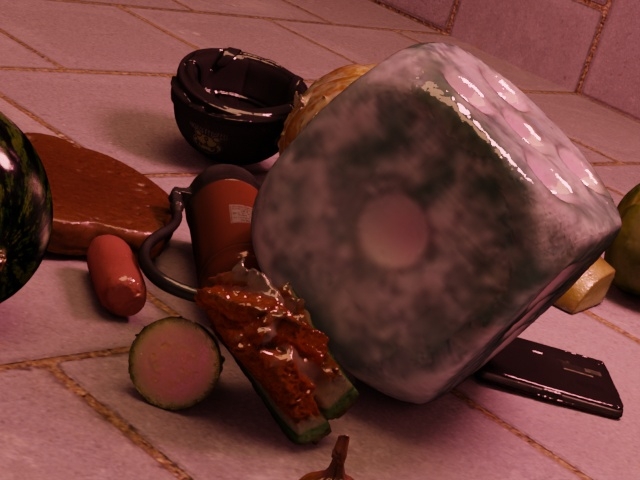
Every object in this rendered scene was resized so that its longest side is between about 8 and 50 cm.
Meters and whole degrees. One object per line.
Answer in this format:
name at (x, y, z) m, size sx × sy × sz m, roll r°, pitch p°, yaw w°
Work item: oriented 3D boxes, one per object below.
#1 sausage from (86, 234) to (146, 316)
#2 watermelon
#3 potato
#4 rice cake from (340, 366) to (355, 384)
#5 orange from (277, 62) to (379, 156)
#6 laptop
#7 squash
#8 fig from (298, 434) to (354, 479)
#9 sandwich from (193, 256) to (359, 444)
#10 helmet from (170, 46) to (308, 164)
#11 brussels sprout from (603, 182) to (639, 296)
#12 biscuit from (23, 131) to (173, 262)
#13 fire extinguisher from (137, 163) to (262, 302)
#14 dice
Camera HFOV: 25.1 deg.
sausage at (-0.255, 0.042, 1.787) m, size 0.062 × 0.062 × 0.154 m, roll 9°, pitch 20°, yaw -21°
watermelon at (-0.425, -0.040, 1.593) m, size 0.269 × 0.269 × 0.269 m, roll 15°, pitch 19°, yaw -5°
potato at (0.381, 0.047, 2.296) m, size 0.149 × 0.081 × 0.120 m, roll 26°, pitch 19°, yaw 26°
rice cake at (-0.014, 0.122, 1.810) m, size 0.043 × 0.034 × 0.211 m, roll -2°, pitch 26°, yaw -25°
orange at (0.097, -0.142, 2.320) m, size 0.329 × 0.249 × 0.329 m, roll 11°, pitch 31°, yaw -7°
laptop at (0.301, 0.175, 1.942) m, size 0.207 × 0.026 × 0.154 m, roll 15°, pitch 18°, yaw -5°
squash at (-0.148, 0.128, 1.612) m, size 0.105 × 0.105 × 0.132 m, roll 19°, pitch 7°, yaw 7°
fig at (0.007, 0.256, 1.298) m, size 0.119 × 0.153 × 0.119 m, roll 27°, pitch -10°, yaw 5°
sandwich at (-0.042, 0.113, 1.560) m, size 0.185 × 0.109 × 0.160 m, roll 51°, pitch -10°, yaw 29°
helmet at (-0.149, -0.211, 2.451) m, size 0.230 × 0.160 × 0.279 m, roll 26°, pitch 34°, yaw 11°
brussels sprout at (0.598, 0.006, 2.408) m, size 0.210 × 0.219 × 0.271 m, roll 17°, pitch -4°, yaw 30°
biscuit at (-0.388, -0.066, 1.966) m, size 0.381 × 0.074 × 0.359 m, roll -4°, pitch 28°, yaw -43°
fire extinguisher at (-0.139, 0.024, 1.867) m, size 0.200 × 0.113 × 0.376 m, roll -6°, pitch 27°, yaw -9°
dice at (0.142, -0.023, 1.762) m, size 0.330 × 0.328 × 0.348 m, roll 48°, pitch 22°, yaw 10°
